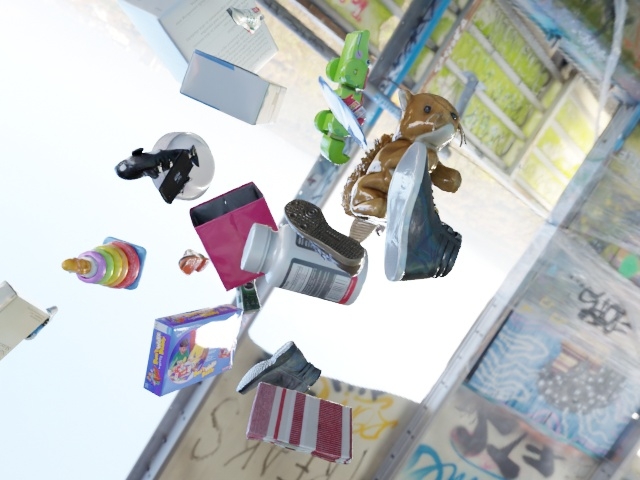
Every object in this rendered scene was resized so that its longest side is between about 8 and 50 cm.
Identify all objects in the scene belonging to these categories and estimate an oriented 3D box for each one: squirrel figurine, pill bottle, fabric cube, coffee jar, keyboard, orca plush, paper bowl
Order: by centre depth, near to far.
[{"bbox_3d":[-0.044,0.058,1.364,0.319,0.176,0.176,17,-171,-14],"label":"pill bottle"},{"bbox_3d":[0.219,-0.223,1.405,0.281,0.370,0.397,15,180,-26],"label":"squirrel figurine"},{"bbox_3d":[-0.452,-0.189,1.557,0.038,0.192,0.100,1,139,20],"label":"keyboard"},{"bbox_3d":[-0.567,-0.245,1.756,0.288,0.151,0.102,-7,-120,-21],"label":"orca plush"},{"bbox_3d":[-0.283,-0.022,1.757,0.258,0.259,0.254,69,171,-25],"label":"fabric cube"},{"bbox_3d":[-0.546,-0.303,2.057,0.148,0.284,0.284,9,173,32],"label":"paper bowl"},{"bbox_3d":[-0.318,0.220,2.144,0.096,0.184,0.079,-1,160,-35],"label":"coffee jar"}]

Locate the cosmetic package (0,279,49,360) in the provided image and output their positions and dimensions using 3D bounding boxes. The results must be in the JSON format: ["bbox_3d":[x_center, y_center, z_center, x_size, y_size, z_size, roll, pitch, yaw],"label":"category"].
[{"bbox_3d":[-1.073,0.297,1.628,0.113,0.309,0.160,32,162,31],"label":"cosmetic package"}]

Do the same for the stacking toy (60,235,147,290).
[{"bbox_3d":[-0.705,0.080,1.586,0.175,0.165,0.302,17,-178,10],"label":"stacking toy"}]

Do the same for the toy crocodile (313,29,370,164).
[{"bbox_3d":[0.066,-0.367,1.292,0.105,0.340,0.115,9,-171,-28],"label":"toy crocodile"}]

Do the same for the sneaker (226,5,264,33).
[{"bbox_3d":[-0.228,-0.701,1.553,0.057,0.075,0.161,55,-162,9],"label":"sneaker"}]

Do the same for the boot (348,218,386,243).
[{"bbox_3d":[0.203,-0.054,1.861,0.090,0.248,0.207,26,165,27],"label":"boot"}]

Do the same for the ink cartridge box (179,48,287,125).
[{"bbox_3d":[-0.239,-0.436,1.461,0.223,0.128,0.307,23,-165,-1],"label":"ink cartridge box"}]

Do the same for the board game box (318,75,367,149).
[{"bbox_3d":[0.057,-0.259,0.994,0.168,0.033,0.133,55,179,24],"label":"board game box"}]

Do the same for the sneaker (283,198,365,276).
[{"bbox_3d":[0.000,0.000,0.913,0.188,0.066,0.071,41,151,27],"label":"sneaker"}]

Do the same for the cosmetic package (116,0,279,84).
[{"bbox_3d":[-0.426,-0.764,1.787,0.327,0.329,0.393,36,167,35],"label":"cosmetic package"}]

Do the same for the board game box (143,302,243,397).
[{"bbox_3d":[-0.414,0.352,1.677,0.078,0.233,0.347,17,-171,27],"label":"board game box"}]

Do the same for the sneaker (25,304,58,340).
[{"bbox_3d":[-1.016,0.296,1.819,0.071,0.191,0.083,54,-159,-10],"label":"sneaker"}]

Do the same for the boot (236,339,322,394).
[{"bbox_3d":[-0.175,0.613,2.169,0.222,0.338,0.118,52,-174,-13],"label":"boot"}]

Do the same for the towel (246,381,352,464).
[{"bbox_3d":[-0.058,0.574,1.591,0.329,0.037,0.237,17,-157,-3],"label":"towel"}]

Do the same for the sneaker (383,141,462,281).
[{"bbox_3d":[0.225,-0.052,1.059,0.147,0.295,0.104,8,179,-18],"label":"sneaker"}]

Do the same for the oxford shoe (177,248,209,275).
[{"bbox_3d":[-0.573,0.088,2.191,0.098,0.096,0.271,38,180,6],"label":"oxford shoe"}]
